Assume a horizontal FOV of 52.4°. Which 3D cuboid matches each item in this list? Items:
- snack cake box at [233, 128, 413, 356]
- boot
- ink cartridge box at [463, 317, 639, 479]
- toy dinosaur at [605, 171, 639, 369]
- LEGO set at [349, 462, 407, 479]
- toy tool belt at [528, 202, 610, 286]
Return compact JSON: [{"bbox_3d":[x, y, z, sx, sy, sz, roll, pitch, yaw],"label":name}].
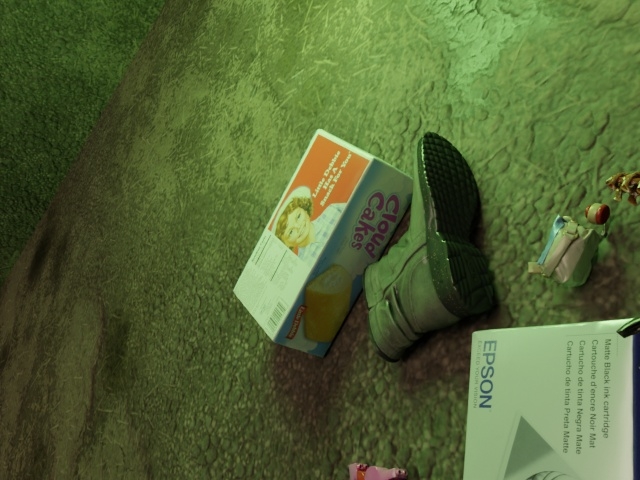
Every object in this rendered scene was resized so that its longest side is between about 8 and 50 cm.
[{"bbox_3d":[0.000,0.000,0.873,0.265,0.089,0.152,-61,34,7],"label":"snack cake box"},{"bbox_3d":[0.101,0.004,0.752,0.161,0.083,0.247,-37,44,44],"label":"boot"},{"bbox_3d":[0.217,0.177,0.529,0.223,0.045,0.224,-15,59,48],"label":"ink cartridge box"},{"bbox_3d":[0.328,0.035,0.418,0.218,0.164,0.322,-48,19,1],"label":"toy dinosaur"},{"bbox_3d":[0.053,0.320,0.629,0.093,0.087,0.227,-35,47,38],"label":"LEGO set"},{"bbox_3d":[0.229,-0.001,0.608,0.051,0.052,0.083,24,90,46],"label":"toy tool belt"}]
